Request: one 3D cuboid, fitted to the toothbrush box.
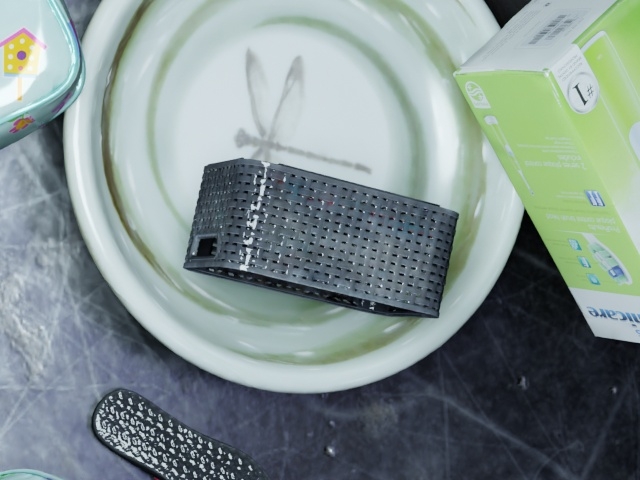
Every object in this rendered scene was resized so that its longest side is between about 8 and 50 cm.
[{"bbox_3d":[0.271,-0.083,1.514,0.206,0.122,0.283,-42,117,-25],"label":"toothbrush box"}]

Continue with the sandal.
[{"bbox_3d":[-0.108,0.185,1.489,0.179,0.040,0.067,37,70,-2],"label":"sandal"}]

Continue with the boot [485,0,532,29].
[{"bbox_3d":[0.300,-0.238,1.632,0.280,0.096,0.264,-44,103,-18],"label":"boot"}]

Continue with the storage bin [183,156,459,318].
[{"bbox_3d":[0.000,0.000,1.382,0.180,0.122,0.084,13,84,-21],"label":"storage bin"}]

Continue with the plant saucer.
[{"bbox_3d":[-0.023,-0.076,1.494,0.400,0.100,0.400,1,88,-21],"label":"plant saucer"}]

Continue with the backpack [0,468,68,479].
[{"bbox_3d":[-0.257,0.251,1.206,0.253,0.225,0.191,-31,104,-24],"label":"backpack"}]

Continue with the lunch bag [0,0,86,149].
[{"bbox_3d":[-0.320,-0.153,1.335,0.279,0.108,0.224,-27,89,0],"label":"lunch bag"}]
